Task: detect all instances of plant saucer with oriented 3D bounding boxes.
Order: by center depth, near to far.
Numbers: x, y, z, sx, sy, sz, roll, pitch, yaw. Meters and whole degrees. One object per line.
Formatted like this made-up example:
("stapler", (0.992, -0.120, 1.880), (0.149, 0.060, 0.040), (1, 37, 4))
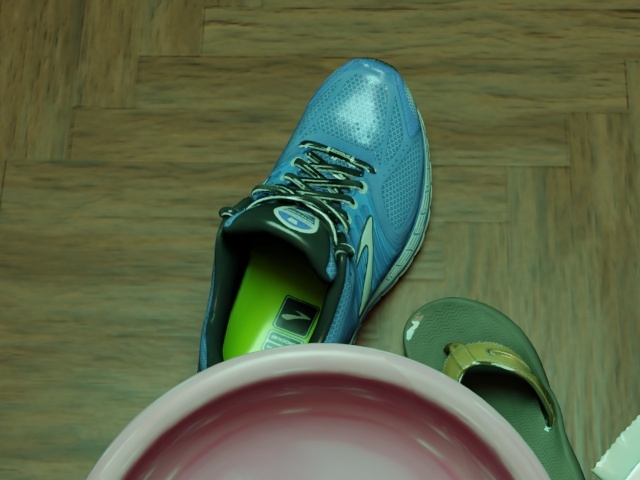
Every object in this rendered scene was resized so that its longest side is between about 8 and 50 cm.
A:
("plant saucer", (-0.002, 0.231, 1.005), (0.332, 0.084, 0.332), (0, 86, -4))

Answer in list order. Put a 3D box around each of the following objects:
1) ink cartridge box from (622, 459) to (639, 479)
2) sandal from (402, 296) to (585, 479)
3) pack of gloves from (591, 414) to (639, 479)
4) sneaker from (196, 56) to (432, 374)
("ink cartridge box", (0.333, 0.203, 1.018), (0.275, 0.060, 0.239), (39, 84, 17))
("sandal", (0.117, 0.117, 1.095), (0.090, 0.060, 0.219), (-27, 48, 8))
("pack of gloves", (0.256, 0.249, 1.069), (0.232, 0.046, 0.195), (42, 72, 9))
("sneaker", (0.000, 0.000, 1.136), (0.130, 0.147, 0.330), (15, 64, 9))
